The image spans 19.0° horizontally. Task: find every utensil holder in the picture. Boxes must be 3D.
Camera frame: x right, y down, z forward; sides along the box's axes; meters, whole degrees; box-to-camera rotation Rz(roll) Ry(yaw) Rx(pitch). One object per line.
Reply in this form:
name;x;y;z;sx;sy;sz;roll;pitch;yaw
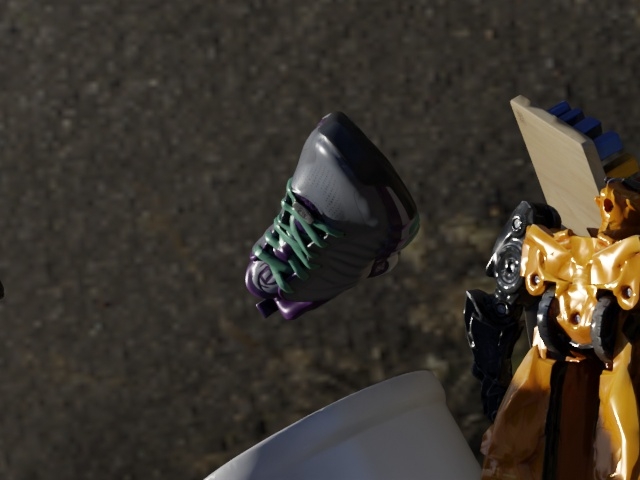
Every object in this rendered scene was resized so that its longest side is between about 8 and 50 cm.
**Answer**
utensil holder;0.074;0.382;2.050;0.327;0.327;0.385;-44;71;47

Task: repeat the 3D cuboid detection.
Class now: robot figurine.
robot figurine;0.150;0.114;0.990;0.211;0.085;0.291;9;92;56

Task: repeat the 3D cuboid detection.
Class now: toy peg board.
toy peg board;0.295;-0.079;2.046;0.161;0.079;0.161;43;160;59

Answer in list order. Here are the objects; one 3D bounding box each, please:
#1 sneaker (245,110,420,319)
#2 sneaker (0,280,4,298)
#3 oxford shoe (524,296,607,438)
sneaker;0.000;0.000;1.168;0.083;0.098;0.224;50;170;15
sneaker;-0.388;0.117;1.620;0.121;0.108;0.302;26;75;42
oxford shoe;0.188;0.089;1.222;0.076;0.076;0.212;-22;106;18
